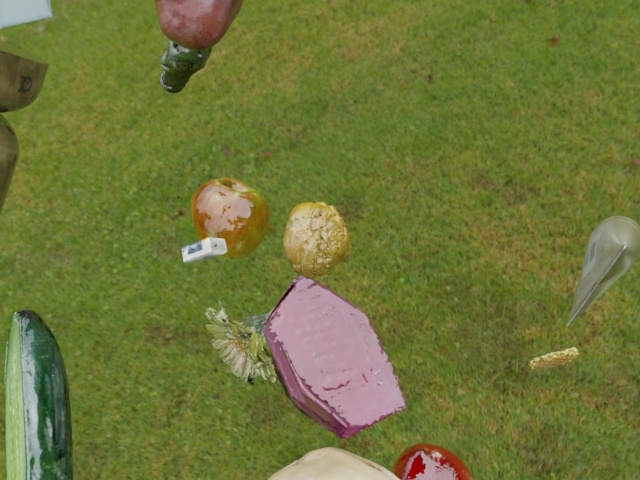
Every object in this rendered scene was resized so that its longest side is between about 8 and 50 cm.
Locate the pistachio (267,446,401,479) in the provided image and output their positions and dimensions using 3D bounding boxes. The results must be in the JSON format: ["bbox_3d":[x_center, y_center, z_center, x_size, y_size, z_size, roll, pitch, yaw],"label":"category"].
[{"bbox_3d":[0.033,0.475,1.065,0.318,0.193,0.213,9,75,14],"label":"pistachio"}]

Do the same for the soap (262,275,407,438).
[{"bbox_3d":[0.010,0.200,1.099,0.182,0.112,0.289,-19,75,-22],"label":"soap"}]

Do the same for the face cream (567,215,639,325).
[{"bbox_3d":[0.456,0.029,0.983,0.084,0.341,0.137,35,117,19],"label":"face cream"}]

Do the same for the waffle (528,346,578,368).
[{"bbox_3d":[0.390,0.199,1.037,0.085,0.078,0.016,-9,62,-12],"label":"waffle"}]

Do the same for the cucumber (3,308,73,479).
[{"bbox_3d":[-0.323,0.192,0.712,0.115,0.063,0.243,-40,56,43],"label":"cucumber"}]

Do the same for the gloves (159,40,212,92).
[{"bbox_3d":[-0.355,-0.491,1.637,0.135,0.268,0.107,-16,67,-35],"label":"gloves"}]

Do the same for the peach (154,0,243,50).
[{"bbox_3d":[-0.192,-0.393,1.021,0.152,0.152,0.152,-8,57,12],"label":"peach"}]

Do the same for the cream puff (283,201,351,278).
[{"bbox_3d":[0.000,0.000,1.411,0.130,0.189,0.189,7,61,24],"label":"cream puff"}]

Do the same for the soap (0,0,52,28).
[{"bbox_3d":[-0.429,-0.335,0.662,0.208,0.115,0.347,-29,51,-31],"label":"soap"}]

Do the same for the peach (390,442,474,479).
[{"bbox_3d":[0.211,0.487,1.198,0.198,0.197,0.197,-8,57,12],"label":"peach"}]

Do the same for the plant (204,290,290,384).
[{"bbox_3d":[-0.219,0.300,1.903,0.306,0.261,0.297,36,30,8],"label":"plant"}]

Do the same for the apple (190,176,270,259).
[{"bbox_3d":[-0.277,-0.061,1.867,0.246,0.246,0.226,28,107,29],"label":"apple"}]

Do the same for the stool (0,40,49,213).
[{"bbox_3d":[-0.521,-0.164,0.887,0.179,0.179,0.264,30,102,29],"label":"stool"}]

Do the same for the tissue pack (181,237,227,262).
[{"bbox_3d":[-0.260,0.021,1.388,0.083,0.062,0.042,-18,79,28],"label":"tissue pack"}]
